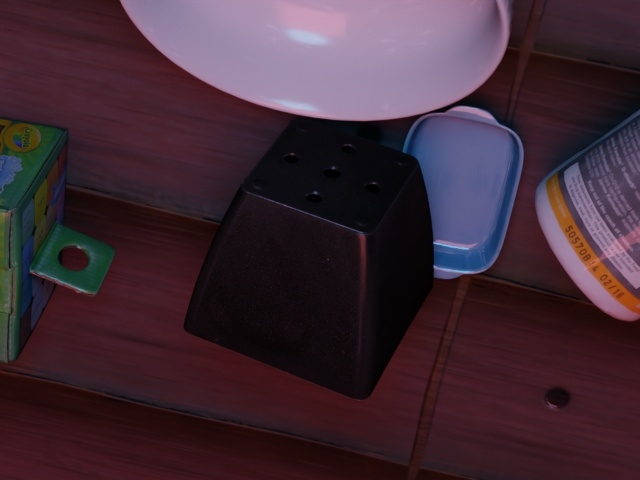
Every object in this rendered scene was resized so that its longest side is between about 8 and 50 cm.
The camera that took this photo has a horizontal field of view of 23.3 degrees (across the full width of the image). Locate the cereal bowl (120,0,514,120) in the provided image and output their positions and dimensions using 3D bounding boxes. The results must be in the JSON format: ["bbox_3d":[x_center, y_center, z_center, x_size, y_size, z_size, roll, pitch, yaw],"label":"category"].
[{"bbox_3d":[0.002,-0.247,1.307,0.339,0.141,0.339,10,154,5],"label":"cereal bowl"}]

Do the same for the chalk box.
[{"bbox_3d":[-0.349,-0.009,1.514,0.289,0.180,0.179,9,120,3],"label":"chalk box"}]

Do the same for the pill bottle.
[{"bbox_3d":[0.343,-0.061,1.386,0.278,0.162,0.162,-36,108,25],"label":"pill bottle"}]

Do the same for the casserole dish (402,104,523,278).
[{"bbox_3d":[0.130,-0.051,1.497,0.114,0.037,0.188,11,121,2],"label":"casserole dish"}]

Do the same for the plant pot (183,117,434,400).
[{"bbox_3d":[0.000,0.000,1.423,0.188,0.187,0.167,20,132,14],"label":"plant pot"}]
